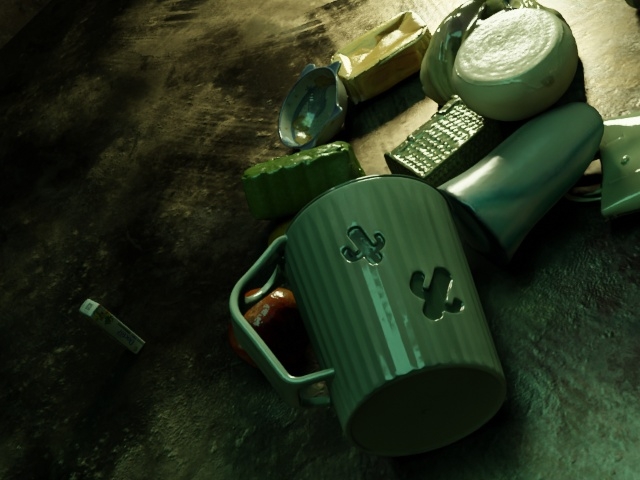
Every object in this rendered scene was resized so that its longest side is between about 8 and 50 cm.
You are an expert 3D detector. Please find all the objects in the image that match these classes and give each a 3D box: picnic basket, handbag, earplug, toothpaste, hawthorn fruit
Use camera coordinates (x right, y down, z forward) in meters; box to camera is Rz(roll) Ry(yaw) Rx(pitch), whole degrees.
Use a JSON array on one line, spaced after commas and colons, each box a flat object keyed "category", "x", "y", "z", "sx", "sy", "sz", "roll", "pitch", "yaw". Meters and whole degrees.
[{"category": "picnic basket", "x": 0.246, "y": -0.173, "z": 1.714, "sx": 0.196, "sy": 0.134, "sz": 0.154, "roll": -41, "pitch": 46, "yaw": -6}, {"category": "handbag", "x": 0.572, "y": -0.148, "z": 1.515, "sx": 0.315, "sy": 0.109, "sz": 0.241, "roll": -12, "pitch": 46, "yaw": 28}, {"category": "earplug", "x": 0.384, "y": -0.127, "z": 1.543, "sx": 0.324, "sy": 0.185, "sz": 0.185, "roll": -42, "pitch": 43, "yaw": -6}, {"category": "toothpaste", "x": -0.437, "y": 0.182, "z": 1.798, "sx": 0.046, "sy": 0.164, "sz": 0.034, "roll": 17, "pitch": 65, "yaw": 41}, {"category": "hawthorn fruit", "x": -0.110, "y": 0.160, "z": 1.626, "sx": 0.194, "sy": 0.157, "sz": 0.157, "roll": 9, "pitch": 58, "yaw": 47}]

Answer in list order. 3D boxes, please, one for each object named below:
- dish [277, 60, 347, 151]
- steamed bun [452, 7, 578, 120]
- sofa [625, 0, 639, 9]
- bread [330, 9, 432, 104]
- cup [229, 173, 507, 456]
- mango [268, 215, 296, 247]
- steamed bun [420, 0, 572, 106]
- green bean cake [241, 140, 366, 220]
[{"category": "dish", "x": 0.007, "y": -0.292, "z": 1.978, "sx": 0.228, "sy": 0.086, "sz": 0.236, "roll": 2, "pitch": 73, "yaw": 50}, {"category": "steamed bun", "x": 0.368, "y": -0.313, "z": 1.599, "sx": 0.232, "sy": 0.145, "sz": 0.232, "roll": -19, "pitch": 45, "yaw": 20}, {"category": "sofa", "x": 0.718, "y": -0.584, "z": 1.720, "sx": 0.210, "sy": 0.225, "sz": 0.176, "roll": 22, "pitch": 70, "yaw": 45}, {"category": "bread", "x": 0.150, "y": -0.429, "z": 2.019, "sx": 0.241, "sy": 0.107, "sz": 0.136, "roll": -33, "pitch": 45, "yaw": 3}, {"category": "cup", "x": 0.080, "y": 0.139, "z": 1.424, "sx": 0.401, "sy": 0.310, "sz": 0.392, "roll": -29, "pitch": 47, "yaw": 15}, {"category": "mango", "x": 0.000, "y": 0.000, "z": 1.744, "sx": 0.228, "sy": 0.099, "sz": 0.136, "roll": -6, "pitch": 43, "yaw": 17}, {"category": "steamed bun", "x": 0.361, "y": -0.406, "z": 1.799, "sx": 0.320, "sy": 0.206, "sz": 0.275, "roll": -38, "pitch": 45, "yaw": 2}, {"category": "green bean cake", "x": -0.033, "y": -0.131, "z": 1.806, "sx": 0.248, "sy": 0.125, "sz": 0.222, "roll": -12, "pitch": 8, "yaw": 8}]
